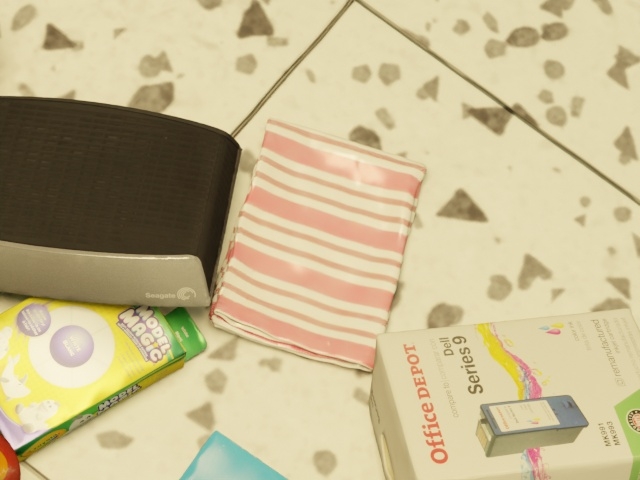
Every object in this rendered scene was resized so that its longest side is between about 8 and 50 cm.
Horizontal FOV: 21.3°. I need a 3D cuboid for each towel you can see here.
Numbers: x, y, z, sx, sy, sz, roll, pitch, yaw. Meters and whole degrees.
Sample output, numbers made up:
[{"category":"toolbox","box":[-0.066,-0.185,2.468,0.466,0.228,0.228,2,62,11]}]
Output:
[{"category":"towel","box":[0.000,0.000,1.395,0.144,0.029,0.197,17,68,-2]}]

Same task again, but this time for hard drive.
[{"category":"hard drive","box":[-0.200,-0.037,1.338,0.255,0.054,0.172,7,57,5]}]

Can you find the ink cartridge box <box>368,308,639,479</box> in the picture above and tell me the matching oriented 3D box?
[{"category":"ink cartridge box","box":[0.155,0.144,1.300,0.212,0.093,0.154,-6,43,-8]}]

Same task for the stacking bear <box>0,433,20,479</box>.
[{"category":"stacking bear","box":[-0.311,0.094,1.225,0.175,0.164,0.289,-31,99,-45]}]

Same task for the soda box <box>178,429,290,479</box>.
[{"category":"soda box","box":[-0.111,0.250,1.262,0.071,0.067,0.210,34,69,5]}]

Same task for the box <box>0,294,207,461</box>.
[{"category":"box","box":[-0.187,0.084,1.330,0.179,0.043,0.105,-30,76,-19]}]
